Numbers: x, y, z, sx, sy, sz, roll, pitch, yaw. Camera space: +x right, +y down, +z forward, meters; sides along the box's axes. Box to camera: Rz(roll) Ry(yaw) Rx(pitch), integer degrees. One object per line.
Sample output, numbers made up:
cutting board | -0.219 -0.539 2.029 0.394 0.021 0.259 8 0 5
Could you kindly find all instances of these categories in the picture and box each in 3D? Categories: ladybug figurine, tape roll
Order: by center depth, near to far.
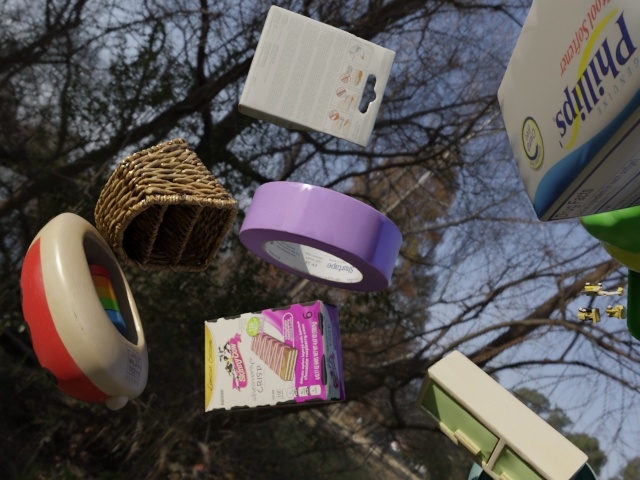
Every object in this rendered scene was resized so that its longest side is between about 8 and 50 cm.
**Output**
tape roll | 0.000 0.000 1.040 0.274 0.090 0.275 17 -16 5
ladybug figurine | -0.488 0.148 1.205 0.449 0.162 0.305 61 -4 33

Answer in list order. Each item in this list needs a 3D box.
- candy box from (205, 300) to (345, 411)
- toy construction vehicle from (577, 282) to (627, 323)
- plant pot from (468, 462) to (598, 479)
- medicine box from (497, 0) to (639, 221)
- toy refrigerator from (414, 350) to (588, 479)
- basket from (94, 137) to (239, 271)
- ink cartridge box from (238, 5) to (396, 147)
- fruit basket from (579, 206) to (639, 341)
candy box | -0.082 0.199 0.990 0.233 0.159 0.071 -14 -21 26
toy construction vehicle | 0.587 0.135 1.243 0.098 0.035 0.086 0 -73 43
plant pot | 0.466 0.577 1.368 0.290 0.290 0.195 41 -1 1
medicine box | 0.316 -0.146 0.441 0.263 0.289 0.149 77 2 -72
toy refrigerator | 0.290 0.320 0.994 0.269 0.094 0.102 39 -45 33
basket | -0.357 -0.040 1.332 0.223 0.213 0.299 50 -42 9
ink cartridge box | -0.009 -0.461 1.711 0.385 0.308 0.091 18 -6 -8
fruit basket | 0.513 -0.037 0.771 0.283 0.392 0.392 1 -36 38
